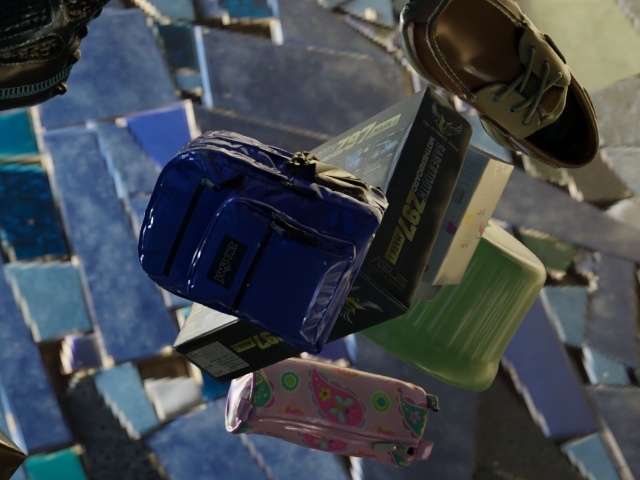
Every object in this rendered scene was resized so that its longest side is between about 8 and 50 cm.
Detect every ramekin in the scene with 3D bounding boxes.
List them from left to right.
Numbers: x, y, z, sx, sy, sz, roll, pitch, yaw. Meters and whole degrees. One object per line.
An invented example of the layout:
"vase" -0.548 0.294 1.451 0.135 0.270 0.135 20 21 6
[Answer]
"ramekin" 0.099 0.017 1.471 0.303 0.303 0.148 41 102 38

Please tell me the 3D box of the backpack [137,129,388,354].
"backpack" -0.036 -0.005 0.718 0.120 0.101 0.098 25 103 2

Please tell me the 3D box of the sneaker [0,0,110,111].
"sneaker" -0.192 -0.177 0.895 0.125 0.341 0.139 53 173 42

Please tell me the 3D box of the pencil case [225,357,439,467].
"pencil case" 0.013 0.233 1.841 0.124 0.284 0.124 -164 90 -71

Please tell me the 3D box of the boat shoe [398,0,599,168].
"boat shoe" 0.199 -0.166 1.354 0.120 0.324 0.122 40 96 37

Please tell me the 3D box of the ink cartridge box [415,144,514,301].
"ink cartridge box" 0.097 -0.025 1.223 0.092 0.090 0.143 28 99 21

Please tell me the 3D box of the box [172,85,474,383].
"box" 0.000 0.000 1.036 0.059 0.183 0.233 39 141 -23

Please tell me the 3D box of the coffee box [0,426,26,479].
"coffee box" -0.358 0.091 0.911 0.297 0.168 0.119 35 87 39
